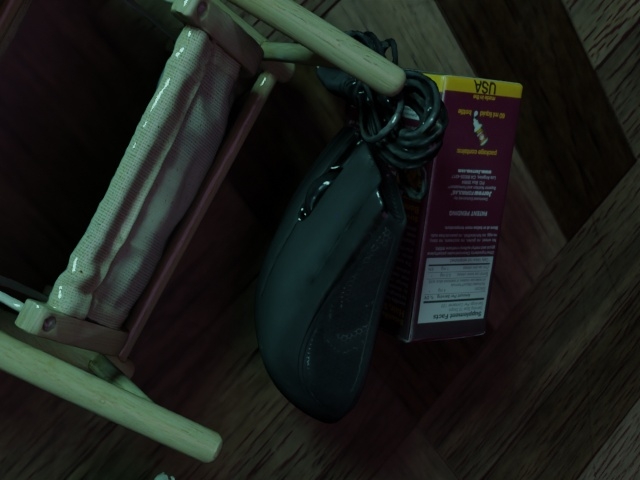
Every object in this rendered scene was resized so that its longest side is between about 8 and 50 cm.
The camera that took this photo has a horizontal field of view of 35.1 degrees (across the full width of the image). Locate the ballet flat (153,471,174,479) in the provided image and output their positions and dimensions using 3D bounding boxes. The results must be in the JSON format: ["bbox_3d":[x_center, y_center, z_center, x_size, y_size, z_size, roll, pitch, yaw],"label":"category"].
[{"bbox_3d":[-0.084,0.341,0.742,0.147,0.147,0.409,-35,117,-23],"label":"ballet flat"}]

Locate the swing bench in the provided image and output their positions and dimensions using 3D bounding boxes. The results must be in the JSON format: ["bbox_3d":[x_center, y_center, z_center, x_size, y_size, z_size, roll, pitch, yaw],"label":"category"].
[{"bbox_3d":[-0.133,-0.053,0.566,0.254,0.165,0.253,31,85,-31],"label":"swing bench"}]

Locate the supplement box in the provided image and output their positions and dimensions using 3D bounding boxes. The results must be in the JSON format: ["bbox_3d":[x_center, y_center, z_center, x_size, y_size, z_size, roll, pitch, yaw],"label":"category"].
[{"bbox_3d":[0.073,-0.030,0.749,0.080,0.104,0.188,-1,103,-36],"label":"supplement box"}]

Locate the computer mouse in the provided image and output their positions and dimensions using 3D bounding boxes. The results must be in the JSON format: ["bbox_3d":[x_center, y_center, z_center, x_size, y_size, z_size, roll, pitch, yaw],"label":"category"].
[{"bbox_3d":[0.000,0.000,0.688,0.072,0.188,0.272,4,114,-17],"label":"computer mouse"}]
